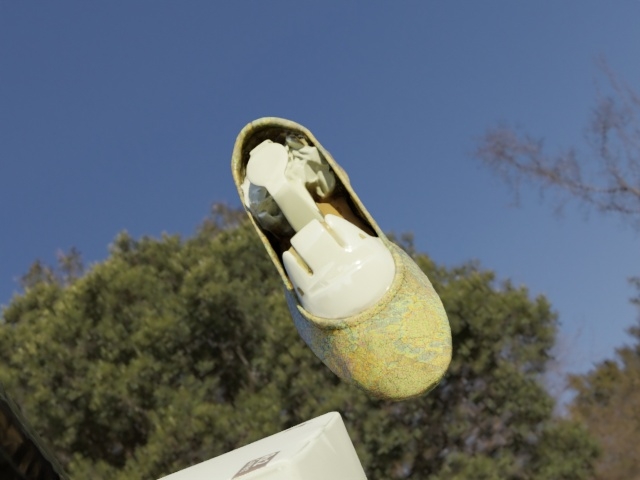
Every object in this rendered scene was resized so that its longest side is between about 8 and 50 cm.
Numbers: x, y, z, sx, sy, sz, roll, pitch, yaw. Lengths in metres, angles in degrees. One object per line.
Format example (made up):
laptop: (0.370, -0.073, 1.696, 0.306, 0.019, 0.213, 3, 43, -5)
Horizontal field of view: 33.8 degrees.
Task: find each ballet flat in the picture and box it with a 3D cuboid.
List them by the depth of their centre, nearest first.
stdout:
ballet flat: (0.000, 0.000, 0.938, 0.123, 0.348, 0.123, -13, -50, -16)

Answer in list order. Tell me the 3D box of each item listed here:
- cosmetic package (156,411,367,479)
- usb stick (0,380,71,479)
cosmetic package: (-0.034, 0.217, 0.598, 0.151, 0.184, 0.151, -23, -4, 9)
usb stick: (-0.131, 0.084, 0.368, 0.077, 0.045, 0.278, -4, -28, -2)
